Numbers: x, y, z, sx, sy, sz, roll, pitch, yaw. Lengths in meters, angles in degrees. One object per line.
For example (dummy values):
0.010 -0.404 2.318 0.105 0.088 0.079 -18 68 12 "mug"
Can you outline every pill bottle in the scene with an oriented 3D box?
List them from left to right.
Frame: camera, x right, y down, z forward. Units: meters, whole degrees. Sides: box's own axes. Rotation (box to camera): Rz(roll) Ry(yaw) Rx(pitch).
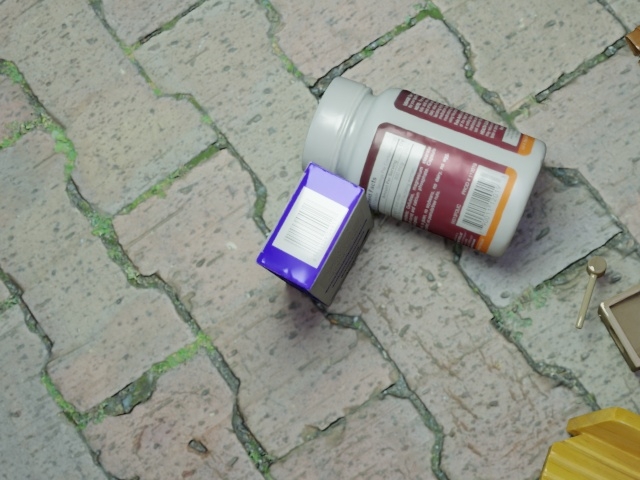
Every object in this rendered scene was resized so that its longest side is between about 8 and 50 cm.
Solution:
0.180 -0.139 1.603 0.392 0.224 0.224 22 84 9 "pill bottle"

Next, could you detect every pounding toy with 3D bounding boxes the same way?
0.540 0.125 1.599 0.181 0.094 0.206 -28 70 6 "pounding toy"

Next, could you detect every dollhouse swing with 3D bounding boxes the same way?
0.523 0.420 1.378 0.315 0.305 0.346 25 56 7 "dollhouse swing"

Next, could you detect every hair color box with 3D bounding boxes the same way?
0.000 0.000 1.539 0.110 0.339 0.185 28 85 11 "hair color box"

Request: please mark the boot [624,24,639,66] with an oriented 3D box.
0.639 -0.417 1.679 0.152 0.073 0.197 -25 77 6 "boot"
